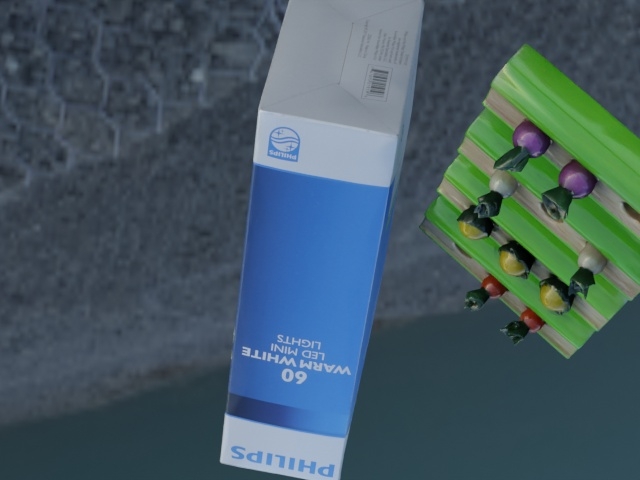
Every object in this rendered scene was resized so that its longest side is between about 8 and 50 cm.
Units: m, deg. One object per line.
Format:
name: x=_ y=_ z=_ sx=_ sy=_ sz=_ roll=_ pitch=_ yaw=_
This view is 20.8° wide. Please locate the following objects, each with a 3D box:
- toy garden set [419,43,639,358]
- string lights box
toy garden set: x=0.134 y=0.032 z=0.816 sx=0.204 sy=0.049 sz=0.244 roll=42 pitch=166 yaw=7
string lights box: x=0.000 y=0.000 z=0.990 sx=0.076 sy=0.133 sz=0.260 roll=10 pitch=129 yaw=2
